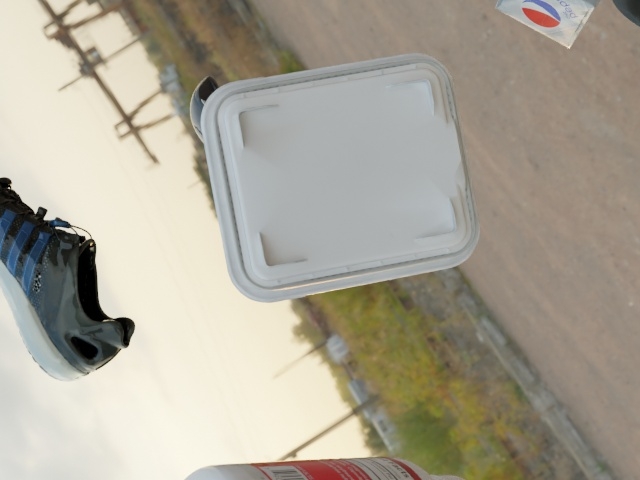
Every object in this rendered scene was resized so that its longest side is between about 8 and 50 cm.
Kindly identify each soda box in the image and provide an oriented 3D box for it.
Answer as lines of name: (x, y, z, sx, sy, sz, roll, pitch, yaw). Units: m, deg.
soda box: (0.301, -0.356, 1.031, 0.098, 0.286, 0.091, 29, 164, 6)

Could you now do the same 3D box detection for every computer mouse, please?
computer mouse: (-0.182, -0.205, 1.646, 0.184, 0.060, 0.262, 96, 156, -56)

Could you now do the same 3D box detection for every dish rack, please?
dish rack: (0.030, -0.083, 1.197, 0.072, 0.332, 0.286, 162, 98, -85)

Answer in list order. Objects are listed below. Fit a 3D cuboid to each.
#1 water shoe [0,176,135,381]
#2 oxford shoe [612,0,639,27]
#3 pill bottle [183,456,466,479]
water shoe: (-0.214, 0.007, 0.743, 0.203, 0.080, 0.073, 60, -174, 1)
oxford shoe: (0.411, -0.354, 1.281, 0.212, 0.076, 0.076, 57, -159, 20)
pill bottle: (0.024, 0.389, 1.198, 0.407, 0.229, 0.229, 8, -145, -38)
